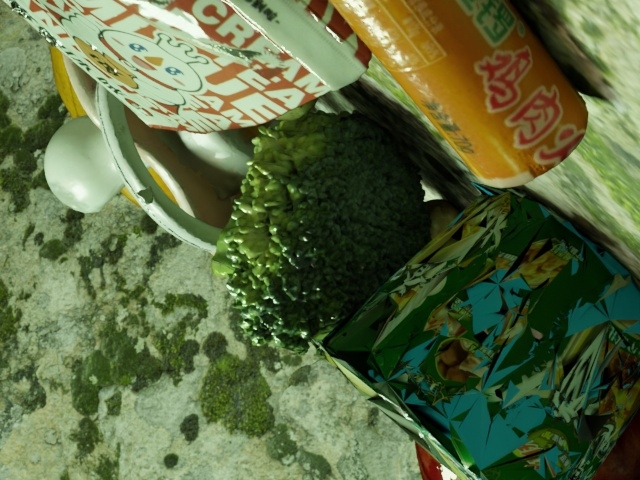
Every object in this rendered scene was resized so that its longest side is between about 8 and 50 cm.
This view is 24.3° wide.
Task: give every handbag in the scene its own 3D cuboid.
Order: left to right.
[{"bbox_3d":[-0.076,-0.164,0.943,0.171,0.151,0.298,41,169,-25],"label":"handbag"}]

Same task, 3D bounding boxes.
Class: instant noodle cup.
[{"bbox_3d":[0.134,0.083,1.071,0.240,0.178,0.240,43,175,5],"label":"instant noodle cup"}]

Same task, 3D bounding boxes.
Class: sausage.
[{"bbox_3d":[0.042,-0.123,0.710,0.234,0.071,0.071,46,174,-33],"label":"sausage"}]

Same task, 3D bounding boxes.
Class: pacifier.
[{"bbox_3d":[-0.129,-0.109,1.349,0.332,0.220,0.273,50,162,-23],"label":"pacifier"}]

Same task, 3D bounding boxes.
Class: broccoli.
[{"bbox_3d":[0.002,0.001,1.207,0.176,0.226,0.198,20,150,52],"label":"broccoli"}]

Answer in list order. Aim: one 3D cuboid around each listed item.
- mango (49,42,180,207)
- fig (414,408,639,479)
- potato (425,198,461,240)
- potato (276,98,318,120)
[{"bbox_3d":[-0.183,-0.165,1.606,0.199,0.201,0.350,4,154,13],"label":"mango"},{"bbox_3d":[0.175,0.133,1.288,0.186,0.204,0.249,49,-158,-45],"label":"fig"},{"bbox_3d":[0.111,0.000,1.293,0.068,0.062,0.083,15,134,41],"label":"potato"},{"bbox_3d":[-0.074,-0.170,1.155,0.188,0.085,0.105,50,171,-22],"label":"potato"}]
